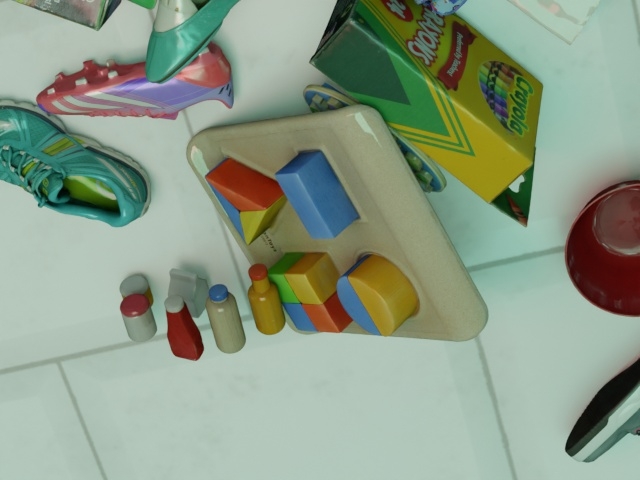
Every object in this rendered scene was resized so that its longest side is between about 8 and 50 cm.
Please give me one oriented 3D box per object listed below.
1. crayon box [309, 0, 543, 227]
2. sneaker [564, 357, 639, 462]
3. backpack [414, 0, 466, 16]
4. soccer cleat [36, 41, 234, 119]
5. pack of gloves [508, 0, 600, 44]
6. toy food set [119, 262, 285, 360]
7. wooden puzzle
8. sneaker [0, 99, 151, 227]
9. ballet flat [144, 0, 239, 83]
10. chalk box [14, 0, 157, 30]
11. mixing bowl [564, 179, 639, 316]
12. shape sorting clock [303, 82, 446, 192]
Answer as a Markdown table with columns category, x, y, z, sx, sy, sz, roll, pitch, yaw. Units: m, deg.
| category | x | y | z | sx | sy | sz | roll | pitch | yaw |
| --- | --- | --- | --- | --- | --- | --- | --- | --- | --- |
| crayon box | 0.151 | -0.178 | 1.655 | 0.318 | 0.202 | 0.081 | 37 | 123 | -13 |
| sneaker | 0.478 | 0.226 | 1.865 | 0.178 | 0.124 | 0.295 | 42 | 110 | -3 |
| backpack | 0.143 | -0.327 | 1.581 | 0.117 | 0.173 | 0.158 | 46 | 112 | -6 |
| soccer cleat | -0.229 | -0.181 | 1.756 | 0.248 | 0.083 | 0.095 | -13 | 117 | 8 |
| pack of gloves | 0.249 | -0.373 | 1.658 | 0.232 | 0.046 | 0.195 | 31 | 115 | 1 |
| toy food set | -0.171 | 0.076 | 1.816 | 0.232 | 0.111 | 0.104 | 12 | 136 | 24 |
| wooden puzzle | 0.000 | 0.000 | 1.723 | 0.348 | 0.080 | 0.322 | -5 | 121 | 51 |
| sneaker | -0.345 | -0.095 | 1.786 | 0.275 | 0.110 | 0.107 | 20 | 115 | -4 |
| ballet flat | -0.135 | -0.295 | 1.663 | 0.247 | 0.083 | 0.087 | -44 | 126 | -1 |
| chalk box | -0.285 | -0.338 | 1.660 | 0.213 | 0.132 | 0.132 | 19 | 113 | -5 |
| mixing bowl | 0.394 | -0.005 | 1.773 | 0.182 | 0.098 | 0.181 | 2 | 114 | 4 |
| shape sorting clock | 0.063 | -0.119 | 1.700 | 0.206 | 0.206 | 0.040 | 35 | 86 | -11 |
